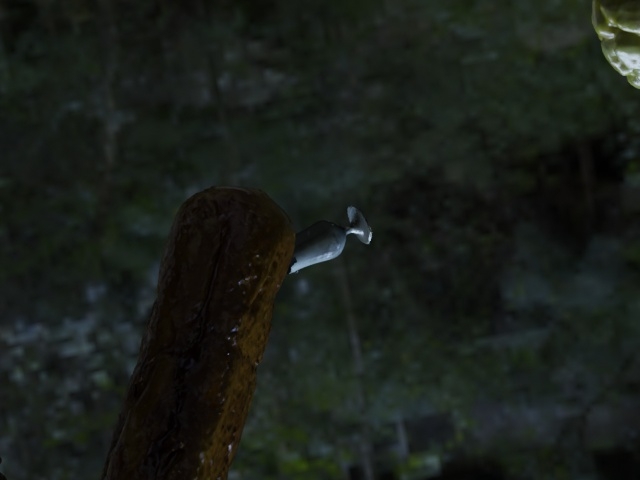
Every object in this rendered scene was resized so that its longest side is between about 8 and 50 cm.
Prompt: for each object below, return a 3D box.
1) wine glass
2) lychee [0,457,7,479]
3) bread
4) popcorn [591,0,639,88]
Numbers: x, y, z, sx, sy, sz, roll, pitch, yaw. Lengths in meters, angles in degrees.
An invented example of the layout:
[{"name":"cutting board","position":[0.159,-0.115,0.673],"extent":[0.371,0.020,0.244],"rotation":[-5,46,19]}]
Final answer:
[{"name":"wine glass","position":[0.000,0.000,1.673],"extent":[0.083,0.039,0.042],"rotation":[-24,-130,-18]},{"name":"lychee","position":[-0.280,0.173,0.984],"extent":[0.271,0.271,0.271],"rotation":[-10,-168,2]},{"name":"bread","position":[-0.094,0.124,1.255],"extent":[0.084,0.344,0.124],"rotation":[12,166,13]},{"name":"popcorn","position":[0.227,-0.149,1.212],"extent":[0.106,0.116,0.120],"rotation":[7,-172,29]}]
